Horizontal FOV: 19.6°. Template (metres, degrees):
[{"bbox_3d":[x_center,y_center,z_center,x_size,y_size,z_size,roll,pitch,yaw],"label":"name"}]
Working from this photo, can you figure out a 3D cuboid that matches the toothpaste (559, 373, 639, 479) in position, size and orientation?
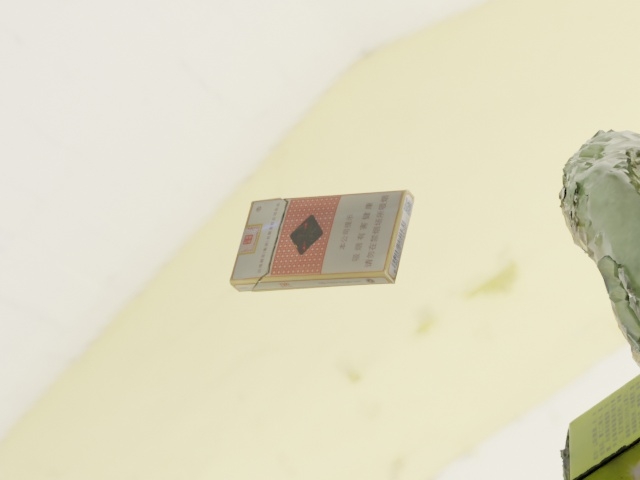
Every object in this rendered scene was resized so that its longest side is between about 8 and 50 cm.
[{"bbox_3d":[0.302,0.079,1.111,0.327,0.110,0.077,-39,16,23],"label":"toothpaste"}]

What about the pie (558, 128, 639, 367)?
[{"bbox_3d":[0.167,0.099,0.571,0.067,0.302,0.302,-30,-18,16],"label":"pie"}]

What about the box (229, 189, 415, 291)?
[{"bbox_3d":[0.000,0.000,0.837,0.083,0.046,0.012,-3,-31,31],"label":"box"}]
